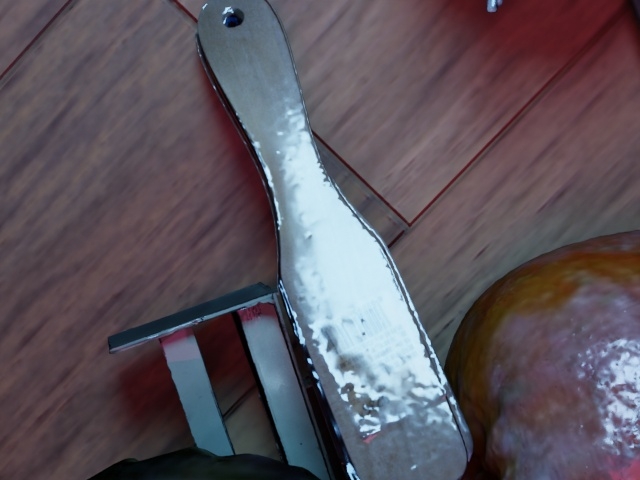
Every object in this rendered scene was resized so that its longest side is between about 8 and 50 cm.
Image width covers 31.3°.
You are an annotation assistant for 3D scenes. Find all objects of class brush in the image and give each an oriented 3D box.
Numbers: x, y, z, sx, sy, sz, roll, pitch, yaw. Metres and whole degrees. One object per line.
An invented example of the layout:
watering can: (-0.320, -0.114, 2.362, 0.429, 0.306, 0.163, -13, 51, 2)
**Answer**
brush: (0.000, 0.000, 0.655, 0.070, 0.065, 0.328, -22, 70, 0)

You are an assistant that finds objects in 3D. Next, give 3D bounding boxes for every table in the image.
table: (-0.024, 0.101, 0.706, 0.175, 0.062, 0.146, -19, 97, -10)

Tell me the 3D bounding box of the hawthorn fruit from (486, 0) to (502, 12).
hawthorn fruit: (0.120, -0.269, 0.593, 0.211, 0.211, 0.299, 9, 107, -1)

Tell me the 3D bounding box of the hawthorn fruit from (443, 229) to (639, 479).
hawthorn fruit: (0.188, 0.102, 0.613, 0.263, 0.235, 0.231, -33, 130, 28)

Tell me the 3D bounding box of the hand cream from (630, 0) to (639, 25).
hand cream: (0.239, -0.100, 0.688, 0.079, 0.048, 0.255, -24, 101, 9)

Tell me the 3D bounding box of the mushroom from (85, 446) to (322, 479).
mushroom: (0.006, 0.245, 0.622, 0.247, 0.130, 0.344, -15, 132, 33)
